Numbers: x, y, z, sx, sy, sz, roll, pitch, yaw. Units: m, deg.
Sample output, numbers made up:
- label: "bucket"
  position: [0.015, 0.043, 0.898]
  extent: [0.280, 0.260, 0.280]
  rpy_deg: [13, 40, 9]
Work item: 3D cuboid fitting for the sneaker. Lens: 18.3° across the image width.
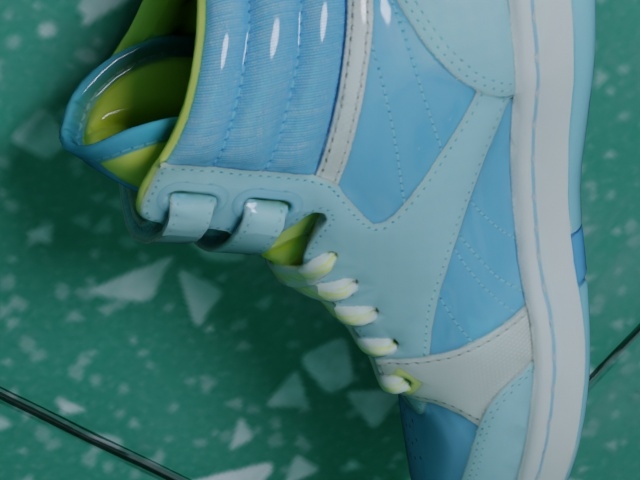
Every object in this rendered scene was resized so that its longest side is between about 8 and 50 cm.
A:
- label: "sneaker"
  position: [0.000, 0.000, 0.828]
  extent: [0.208, 0.127, 0.319]
  rpy_deg: [-11, 117, -16]
